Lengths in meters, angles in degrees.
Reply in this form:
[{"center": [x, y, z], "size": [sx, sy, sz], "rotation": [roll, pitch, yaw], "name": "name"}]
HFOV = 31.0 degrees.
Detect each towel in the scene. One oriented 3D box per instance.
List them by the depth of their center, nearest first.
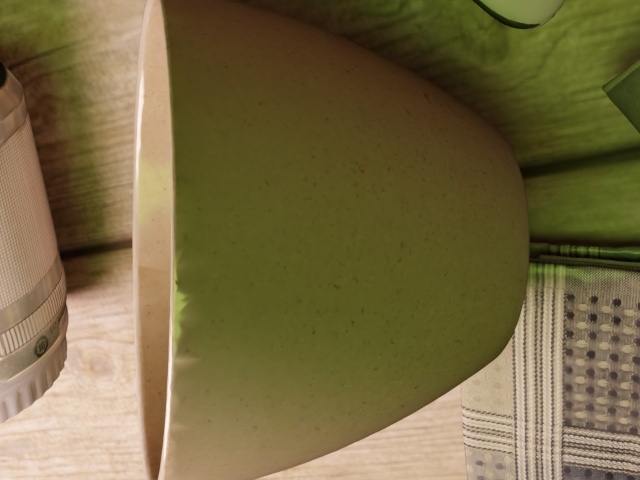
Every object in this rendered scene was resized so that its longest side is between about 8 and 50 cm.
[{"center": [0.266, 0.141, 0.909], "size": [0.312, 0.056, 0.324], "rotation": [6, 123, 20], "name": "towel"}]

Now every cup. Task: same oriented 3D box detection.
[{"center": [0.000, 0.000, 0.782], "size": [0.237, 0.331, 0.331], "rotation": [-1, 124, -13], "name": "cup"}]

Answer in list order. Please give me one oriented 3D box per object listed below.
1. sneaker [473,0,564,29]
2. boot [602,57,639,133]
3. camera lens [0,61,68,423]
[{"center": [0.085, -0.273, 0.697], "size": [0.281, 0.106, 0.162], "rotation": [37, 120, -17], "name": "sneaker"}, {"center": [0.257, -0.026, 0.752], "size": [0.190, 0.076, 0.208], "rotation": [-42, 93, 10], "name": "boot"}, {"center": [-0.324, -0.005, 0.916], "size": [0.219, 0.219, 0.274], "rotation": [4, 121, 17], "name": "camera lens"}]
